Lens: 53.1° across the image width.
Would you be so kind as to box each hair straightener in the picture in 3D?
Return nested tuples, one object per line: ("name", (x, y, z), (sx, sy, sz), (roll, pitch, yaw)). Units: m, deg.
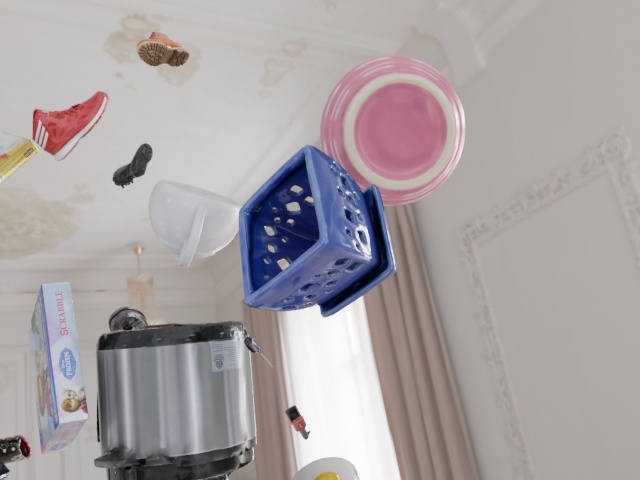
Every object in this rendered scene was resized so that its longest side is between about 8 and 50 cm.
("hair straightener", (-0.070, 0.563, 2.015), (0.047, 0.089, 0.230), (-34, -32, -7))

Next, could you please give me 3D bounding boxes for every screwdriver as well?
("screwdriver", (-0.130, 0.247, 1.408), (0.024, 0.025, 0.170), (4, -24, 19))

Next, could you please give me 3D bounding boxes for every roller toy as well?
("roller toy", (0.026, 0.653, 1.600), (0.191, 0.146, 0.209), (20, -69, -29))

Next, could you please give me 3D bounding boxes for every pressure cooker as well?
("pressure cooker", (-0.338, 0.407, 1.511), (0.370, 0.420, 0.375), (-4, -7, -14))

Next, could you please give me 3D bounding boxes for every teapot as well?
("teapot", (-0.325, -0.034, 1.612), (0.252, 0.187, 0.256), (21, 6, 28))

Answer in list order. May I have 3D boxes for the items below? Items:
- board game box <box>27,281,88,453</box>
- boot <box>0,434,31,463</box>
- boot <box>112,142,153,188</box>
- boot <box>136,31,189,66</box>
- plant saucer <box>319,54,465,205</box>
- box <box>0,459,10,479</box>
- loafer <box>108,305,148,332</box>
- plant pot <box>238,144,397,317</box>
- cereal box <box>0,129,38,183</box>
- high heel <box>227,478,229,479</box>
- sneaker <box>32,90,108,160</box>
("board game box", (-0.622, 0.305, 1.501), (0.066, 0.318, 0.318), (-3, -27, -31))
("boot", (-0.931, 0.570, 1.774), (0.178, 0.085, 0.236), (-14, -38, -4))
("boot", (-0.511, -0.202, 1.740), (0.099, 0.121, 0.045), (-19, -43, 31))
("boot", (-0.382, -0.449, 1.484), (0.059, 0.084, 0.158), (-47, -11, 23))
("plant saucer", (0.166, -0.238, 1.410), (0.332, 0.332, 0.084), (-8, 11, -6))
("box", (-0.935, 0.649, 1.639), (0.207, 0.108, 0.153), (-47, -7, 5))
("loafer", (-0.563, 0.305, 1.986), (0.109, 0.095, 0.302), (-37, -27, -19))
("plant pot", (0.000, 0.000, 1.200), (0.212, 0.236, 0.236), (20, -45, -34))
("cereal box", (-0.929, -0.236, 1.776), (0.240, 0.173, 0.047), (17, -35, 24))
("high heel", (-0.219, 0.689, 1.571), (0.117, 0.244, 0.082), (-47, -39, -14))
("sneaker", (-0.664, -0.327, 1.674), (0.128, 0.221, 0.087), (40, -6, -36))
